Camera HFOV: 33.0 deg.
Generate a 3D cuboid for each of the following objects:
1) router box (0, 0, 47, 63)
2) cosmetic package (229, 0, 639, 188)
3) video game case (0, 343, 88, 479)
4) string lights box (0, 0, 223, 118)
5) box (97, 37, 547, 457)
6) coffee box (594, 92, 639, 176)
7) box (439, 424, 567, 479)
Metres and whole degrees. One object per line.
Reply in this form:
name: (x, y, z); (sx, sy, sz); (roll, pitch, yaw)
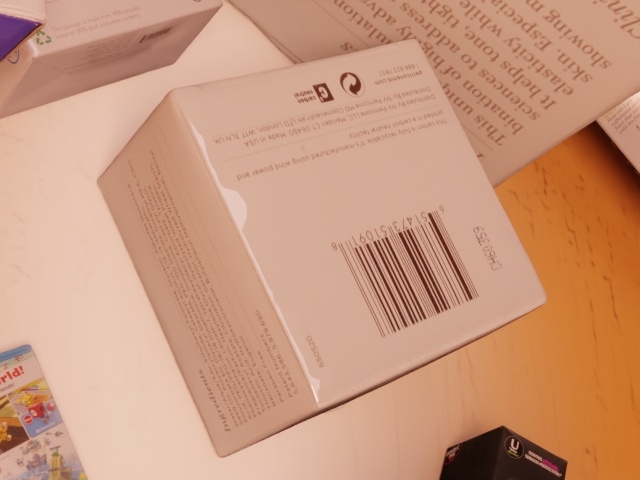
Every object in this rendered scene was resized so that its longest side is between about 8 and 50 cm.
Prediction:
router box: (-0.290, -0.236, 0.435); (0.335, 0.082, 0.301); (4, 70, -42)
cosmetic package: (0.141, -0.303, 0.678); (0.329, 0.394, 0.327); (38, 53, -12)
video game case: (-0.162, 0.144, 0.514); (0.119, 0.015, 0.166); (-19, 80, -37)
string lights box: (-0.183, -0.214, 0.629); (0.133, 0.077, 0.259); (-26, 84, -39)
box: (0.000, 0.000, 0.620); (0.181, 0.119, 0.182); (-19, 79, -37)
coffee box: (0.302, -0.056, 0.822); (0.246, 0.098, 0.141); (49, 16, -5)
box: (0.103, 0.164, 0.646); (0.052, 0.062, 0.083); (31, 55, -16)
